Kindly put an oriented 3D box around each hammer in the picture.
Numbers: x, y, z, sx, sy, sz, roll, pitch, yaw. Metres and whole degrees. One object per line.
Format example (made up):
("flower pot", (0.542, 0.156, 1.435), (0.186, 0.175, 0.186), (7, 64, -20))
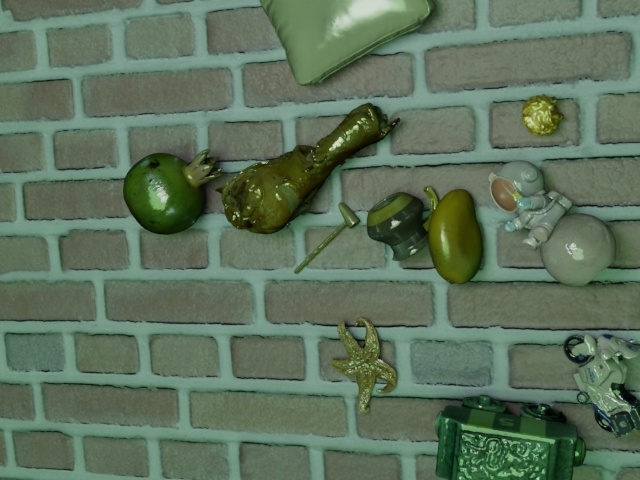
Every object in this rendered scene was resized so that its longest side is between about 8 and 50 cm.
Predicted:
("hammer", (0.000, 0.000, 1.830), (0.195, 0.028, 0.060), (-44, 78, 19))

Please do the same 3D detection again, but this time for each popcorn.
("popcorn", (0.432, -0.246, 1.639), (0.082, 0.057, 0.083), (42, 111, 15))

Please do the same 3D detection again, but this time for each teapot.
("teapot", (0.177, -0.040, 1.726), (0.166, 0.130, 0.119), (-36, 102, -12))

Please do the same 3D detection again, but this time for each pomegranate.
("pomegranate", (-0.317, -0.116, 1.835), (0.225, 0.187, 0.187), (-28, 89, 16))

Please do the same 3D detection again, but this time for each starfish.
("starfish", (0.090, 0.274, 1.825), (0.150, 0.053, 0.209), (3, 100, 22))

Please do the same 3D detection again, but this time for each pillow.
("pillow", (0.046, -0.486, 1.695), (0.322, 0.120, 0.255), (-26, 88, 22))

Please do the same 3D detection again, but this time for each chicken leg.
("chicken leg", (-0.028, -0.156, 1.757), (0.429, 0.201, 0.153), (-35, 112, 13))

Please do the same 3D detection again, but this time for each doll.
("doll", (0.441, -0.044, 1.629), (0.151, 0.151, 0.287), (-45, 77, 18))

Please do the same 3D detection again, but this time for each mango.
("mango", (0.268, -0.006, 1.695), (0.085, 0.122, 0.191), (-13, 87, 58))

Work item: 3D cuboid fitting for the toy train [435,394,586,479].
("toy train", (0.368, 0.410, 1.658), (0.299, 0.238, 0.167), (6, 96, 16))

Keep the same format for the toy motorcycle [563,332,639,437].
("toy motorcycle", (0.577, 0.277, 1.650), (0.150, 0.102, 0.221), (-26, 86, 40))
